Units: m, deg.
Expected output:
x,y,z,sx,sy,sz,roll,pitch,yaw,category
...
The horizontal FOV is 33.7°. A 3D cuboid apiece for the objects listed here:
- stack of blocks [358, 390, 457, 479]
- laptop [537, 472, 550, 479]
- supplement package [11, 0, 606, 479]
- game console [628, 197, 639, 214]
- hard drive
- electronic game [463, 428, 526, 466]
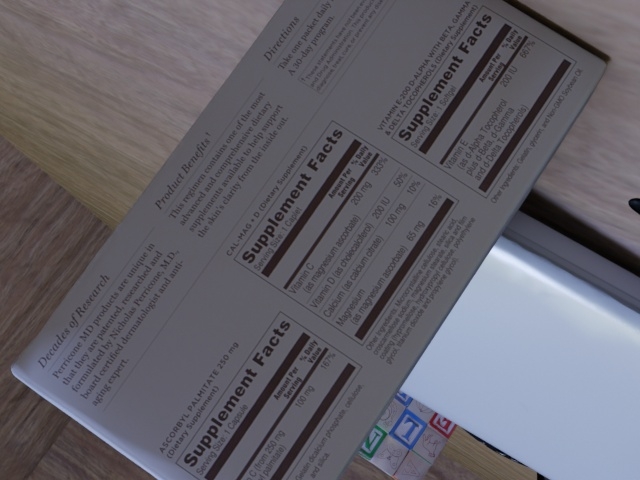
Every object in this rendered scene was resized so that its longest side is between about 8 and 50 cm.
x,y,z,sx,sy,sz,roll,pitch,yaw,category
0.053,0.185,1.438,0.297,0.171,0.087,40,169,-21,stack of blocks
0.436,0.273,1.040,0.382,0.236,0.408,36,-162,0,laptop
0.000,0.010,0.552,0.145,0.262,0.204,34,170,8,supplement package
0.211,0.037,0.515,0.122,0.107,0.071,31,144,-19,game console
0.145,0.077,0.733,0.307,0.040,0.203,30,140,8,hard drive
0.172,0.102,0.807,0.229,0.048,0.229,20,138,19,electronic game
